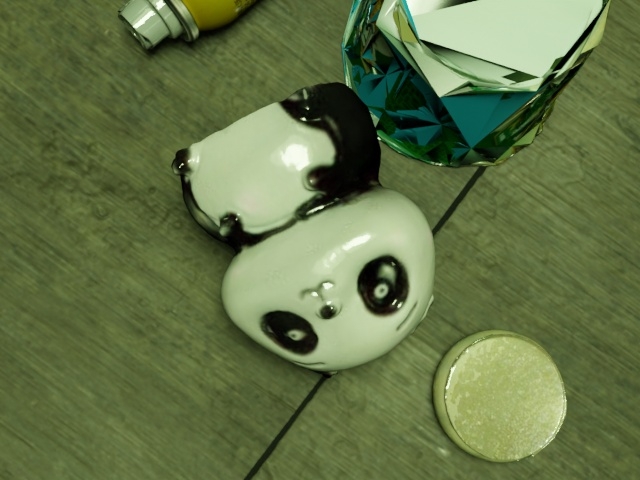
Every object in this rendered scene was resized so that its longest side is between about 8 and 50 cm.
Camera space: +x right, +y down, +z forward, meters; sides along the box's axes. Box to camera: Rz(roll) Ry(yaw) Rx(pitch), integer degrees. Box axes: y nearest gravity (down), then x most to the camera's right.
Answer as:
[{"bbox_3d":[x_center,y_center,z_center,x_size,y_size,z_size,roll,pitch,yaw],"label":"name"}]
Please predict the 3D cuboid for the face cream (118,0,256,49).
[{"bbox_3d":[-0.050,-0.310,0.733,0.349,0.105,0.105,-44,87,-9],"label":"face cream"}]

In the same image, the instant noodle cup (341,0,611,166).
[{"bbox_3d":[0.141,-0.195,0.693,0.240,0.178,0.240,1,81,-3],"label":"instant noodle cup"}]

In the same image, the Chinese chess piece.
[{"bbox_3d":[0.165,0.144,0.709,0.122,0.051,0.122,1,83,-5],"label":"Chinese chess piece"}]

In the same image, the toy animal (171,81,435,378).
[{"bbox_3d":[-0.004,-0.003,0.658,0.187,0.165,0.235,-25,83,15],"label":"toy animal"}]
